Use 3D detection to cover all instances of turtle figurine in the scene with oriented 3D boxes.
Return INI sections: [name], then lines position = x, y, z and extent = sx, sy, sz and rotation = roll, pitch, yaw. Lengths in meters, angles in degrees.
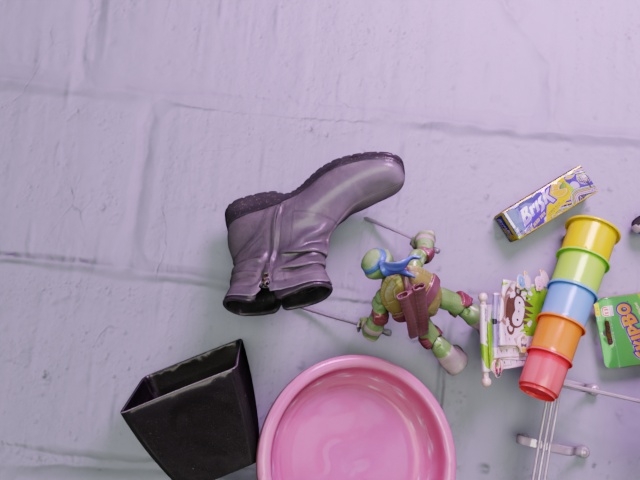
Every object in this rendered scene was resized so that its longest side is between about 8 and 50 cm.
[turtle figurine]
position = 0.156, 0.091, 1.116
extent = 0.266, 0.275, 0.197
rotation = 39, 61, -15

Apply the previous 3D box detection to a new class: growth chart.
[growth chart]
position = 0.341, 0.139, 1.092
extent = 0.237, 0.021, 0.171
rotation = -5, 89, -36

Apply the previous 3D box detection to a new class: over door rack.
[over door rack]
position = 0.488, 0.366, 1.068
extent = 0.325, 0.108, 0.239
rotation = 11, 83, 14

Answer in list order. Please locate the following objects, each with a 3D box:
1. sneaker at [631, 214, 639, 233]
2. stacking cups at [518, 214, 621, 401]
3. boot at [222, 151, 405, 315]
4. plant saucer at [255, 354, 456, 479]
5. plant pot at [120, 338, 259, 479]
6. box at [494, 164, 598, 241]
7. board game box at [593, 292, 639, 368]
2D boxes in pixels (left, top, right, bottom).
[sneaker]
position = 0.658, -0.037, 1.140
extent = 0.211, 0.080, 0.081
rotation = -12, 80, 0
[stacking cups]
position = 0.405, 0.108, 1.076
extent = 0.096, 0.096, 0.316
rotation = 28, 69, 3
[boot]
position = 0.000, 0.000, 1.062
extent = 0.338, 0.118, 0.222
rotation = -22, 48, 13
[plant saucer]
position = 0.055, 0.357, 1.057
extent = 0.332, 0.084, 0.331
rotation = 4, 74, -15
[plant pot]
position = -0.188, 0.289, 1.061
extent = 0.188, 0.187, 0.166
rotation = -22, 97, -2
[box]
position = 0.401, -0.065, 1.157
extent = 0.169, 0.054, 0.059
rotation = -31, 84, -3
[board game box]
position = 0.613, 0.148, 1.140
extent = 0.260, 0.039, 0.124
rotation = -7, 83, -3
